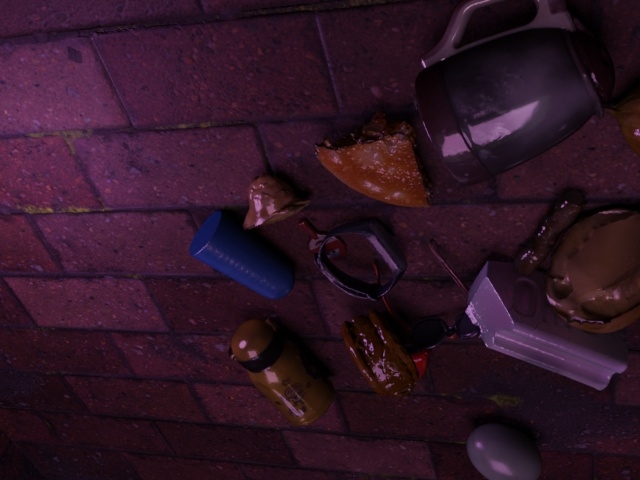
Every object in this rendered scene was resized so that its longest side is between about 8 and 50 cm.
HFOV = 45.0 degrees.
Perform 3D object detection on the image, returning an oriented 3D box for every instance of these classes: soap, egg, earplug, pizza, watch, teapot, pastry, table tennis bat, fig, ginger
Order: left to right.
[{"bbox_3d":[-0.180,0.053,1.940,0.273,0.132,0.132,36,134,-23],"label":"earplug"},{"bbox_3d":[-0.134,-0.088,1.811,0.193,0.115,0.122,-25,101,45],"label":"ginger"},{"bbox_3d":[0.000,0.000,1.902,0.098,0.019,0.154,-21,128,33],"label":"table tennis bat"},{"bbox_3d":[0.098,0.052,1.854,0.193,0.068,0.206,-31,106,31],"label":"watch"},{"bbox_3d":[0.164,0.292,1.997,0.132,0.240,0.235,-32,145,8],"label":"pastry"},{"bbox_3d":[0.135,-0.180,1.620,0.289,0.081,0.229,23,143,-6],"label":"pizza"},{"bbox_3d":[0.534,0.625,2.251,0.231,0.168,0.168,28,137,-2],"label":"egg"},{"bbox_3d":[0.340,-0.296,1.365,0.312,0.233,0.315,-23,98,25],"label":"teapot"},{"bbox_3d":[0.515,0.181,1.774,0.347,0.208,0.115,21,135,-2],"label":"soap"},{"bbox_3d":[0.577,-0.225,1.391,0.231,0.143,0.160,17,107,12],"label":"fig"}]

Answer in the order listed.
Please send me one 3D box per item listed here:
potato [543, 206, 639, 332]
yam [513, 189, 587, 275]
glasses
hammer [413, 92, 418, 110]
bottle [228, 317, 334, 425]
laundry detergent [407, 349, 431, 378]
[{"bbox_3d":[0.612,0.085,1.641,0.242,0.285,0.242,35,173,5],"label":"potato"},{"bbox_3d":[0.496,-0.016,1.686,0.061,0.061,0.253,20,138,-2],"label":"yam"},{"bbox_3d":[0.258,0.149,1.895,0.234,0.118,0.268,-21,125,36],"label":"glasses"},{"bbox_3d":[0.264,-0.250,1.555,0.182,0.017,0.062,31,136,-15],"label":"hammer"},{"bbox_3d":[-0.118,0.364,2.201,0.171,0.171,0.351,-16,127,31],"label":"bottle"},{"bbox_3d":[0.252,0.338,2.143,0.097,0.049,0.165,27,134,-5],"label":"laundry detergent"}]
